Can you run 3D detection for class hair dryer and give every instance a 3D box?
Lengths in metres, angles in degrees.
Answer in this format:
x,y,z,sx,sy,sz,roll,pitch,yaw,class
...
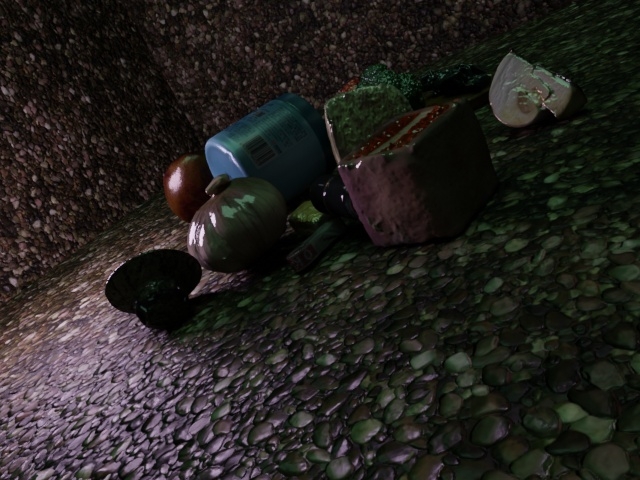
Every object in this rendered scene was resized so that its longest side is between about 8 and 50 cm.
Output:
x,y,z,sx,sy,sz,roll,pitch,yaw,class
0.167,-0.141,1.402,0.351,0.107,0.189,-17,17,-24,hair dryer

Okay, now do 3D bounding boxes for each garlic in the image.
x,y,z,sx,sy,sz,roll,pitch,yaw,class
-0.223,-0.037,1.489,0.322,0.240,0.322,-57,-5,-8,garlic

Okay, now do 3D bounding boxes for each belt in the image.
x,y,z,sx,sy,sz,roll,pitch,yaw,class
0.000,0.000,1.375,0.071,0.053,0.232,-23,16,45,belt

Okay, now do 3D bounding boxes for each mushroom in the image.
x,y,z,sx,sy,sz,roll,pitch,yaw,class
-0.434,-0.209,2.119,0.345,0.345,0.260,-23,43,12,mushroom
0.584,-0.376,1.497,0.162,0.173,0.236,5,34,-48,mushroom

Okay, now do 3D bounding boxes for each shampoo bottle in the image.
x,y,z,sx,sy,sz,roll,pitch,yaw,class
-0.174,-0.287,1.908,0.342,0.331,0.331,-36,22,-23,shampoo bottle

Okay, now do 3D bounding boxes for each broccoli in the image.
x,y,z,sx,sy,sz,roll,pitch,yaw,class
0.246,-0.465,1.902,0.274,0.308,0.307,-12,13,-23,broccoli

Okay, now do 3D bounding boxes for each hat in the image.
x,y,z,sx,sy,sz,roll,pitch,yaw,class
-0.405,0.149,1.390,0.265,0.266,0.128,-28,56,-4,hat

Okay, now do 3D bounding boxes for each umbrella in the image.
x,y,z,sx,sy,sz,roll,pitch,yaw,class
0.486,-0.584,1.973,0.143,0.094,0.349,-34,23,-8,umbrella

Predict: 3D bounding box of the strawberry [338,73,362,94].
x,y,z,sx,sy,sz,roll,pitch,yaw,class
0.171,-0.506,2.207,0.238,0.250,0.289,8,48,0,strawberry

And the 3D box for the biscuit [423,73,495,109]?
x,y,z,sx,sy,sz,roll,pitch,yaw,class
0.491,-0.525,2.059,0.358,0.074,0.381,-32,23,-18,biscuit

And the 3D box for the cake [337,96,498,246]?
x,y,z,sx,sy,sz,roll,pitch,yaw,class
0.221,-0.150,1.219,0.236,0.230,0.309,-9,27,46,cake

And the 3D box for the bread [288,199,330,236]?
x,y,z,sx,sy,sz,roll,pitch,yaw,class
-0.017,-0.057,1.508,0.125,0.082,0.106,7,48,41,bread

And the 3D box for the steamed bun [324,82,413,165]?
x,y,z,sx,sy,sz,roll,pitch,yaw,class
0.160,-0.325,1.690,0.271,0.291,0.273,-12,11,0,steamed bun

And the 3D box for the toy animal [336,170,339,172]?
x,y,z,sx,sy,sz,roll,pitch,yaw,class
0.084,-0.234,1.890,0.028,0.050,0.084,-49,41,42,toy animal
